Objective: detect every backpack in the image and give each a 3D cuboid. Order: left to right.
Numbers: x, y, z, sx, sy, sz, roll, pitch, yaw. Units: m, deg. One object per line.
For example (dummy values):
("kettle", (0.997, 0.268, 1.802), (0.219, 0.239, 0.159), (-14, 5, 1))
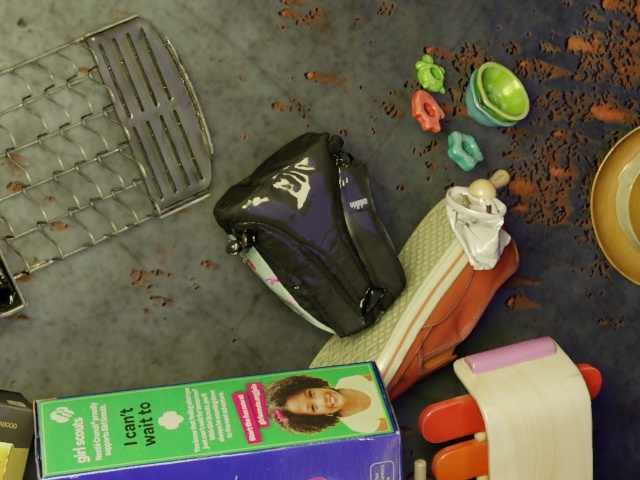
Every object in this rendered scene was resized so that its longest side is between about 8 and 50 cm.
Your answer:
("backpack", (0.000, 0.000, 1.627), (0.152, 0.115, 0.182), (-37, 110, -1))

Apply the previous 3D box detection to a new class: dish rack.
("dish rack", (-0.229, -0.077, 1.548), (0.271, 0.074, 0.208), (-26, 107, -17))

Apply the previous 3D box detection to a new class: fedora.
("fedora", (0.378, -0.031, 1.778), (0.194, 0.079, 0.194), (-3, 105, -11))

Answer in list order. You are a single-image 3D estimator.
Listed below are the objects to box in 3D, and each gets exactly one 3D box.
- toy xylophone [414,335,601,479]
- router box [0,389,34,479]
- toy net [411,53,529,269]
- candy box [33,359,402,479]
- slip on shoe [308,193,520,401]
("toy xylophone", (0.180, 0.260, 1.717), (0.236, 0.081, 0.323), (-6, 112, -23))
("router box", (-0.429, 0.234, 1.508), (0.309, 0.081, 0.243), (12, 93, -23))
("toy net", (0.148, -0.082, 1.647), (0.122, 0.045, 0.232), (25, 49, -30))
("candy box", (-0.091, 0.265, 1.556), (0.317, 0.122, 0.268), (-7, 122, -10))
("slip on shoe", (0.085, 0.103, 1.679), (0.101, 0.123, 0.331), (43, 76, -25))
